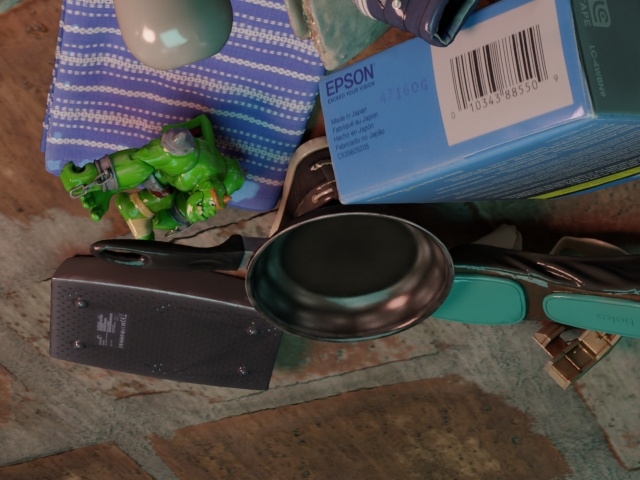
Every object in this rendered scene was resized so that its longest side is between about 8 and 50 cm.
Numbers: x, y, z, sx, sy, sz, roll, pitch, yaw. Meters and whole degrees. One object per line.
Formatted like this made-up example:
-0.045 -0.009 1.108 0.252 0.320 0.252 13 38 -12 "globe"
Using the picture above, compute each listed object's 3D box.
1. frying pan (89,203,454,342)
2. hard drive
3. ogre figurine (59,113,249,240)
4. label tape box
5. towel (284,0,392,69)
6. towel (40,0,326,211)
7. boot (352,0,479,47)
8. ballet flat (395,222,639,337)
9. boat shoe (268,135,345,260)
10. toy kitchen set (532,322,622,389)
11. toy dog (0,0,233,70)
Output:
-0.037 0.036 1.266 0.326 0.053 0.197 -5 140 3 "frying pan"
-0.171 0.092 1.489 0.255 0.054 0.172 9 141 -5 "hard drive"
-0.143 -0.055 1.217 0.118 0.096 0.197 -26 142 14 "ogre figurine"
0.210 -0.111 1.084 0.348 0.115 0.249 -6 171 -44 "label tape box"
0.034 -0.271 0.946 0.049 0.187 0.282 35 154 34 "towel"
-0.120 -0.151 1.200 0.243 0.040 0.336 12 140 -9 "towel"
0.102 -0.230 0.940 0.069 0.086 0.190 16 105 -53 "boot"
0.217 0.039 1.339 0.281 0.096 0.095 7 142 11 "ballet flat"
0.000 0.000 1.326 0.084 0.079 0.233 -15 146 -18 "boat shoe"
0.278 0.100 1.442 0.068 0.083 0.075 46 142 17 "toy kitchen set"
-0.152 -0.272 0.885 0.220 0.333 0.161 3 175 -9 "toy dog"
